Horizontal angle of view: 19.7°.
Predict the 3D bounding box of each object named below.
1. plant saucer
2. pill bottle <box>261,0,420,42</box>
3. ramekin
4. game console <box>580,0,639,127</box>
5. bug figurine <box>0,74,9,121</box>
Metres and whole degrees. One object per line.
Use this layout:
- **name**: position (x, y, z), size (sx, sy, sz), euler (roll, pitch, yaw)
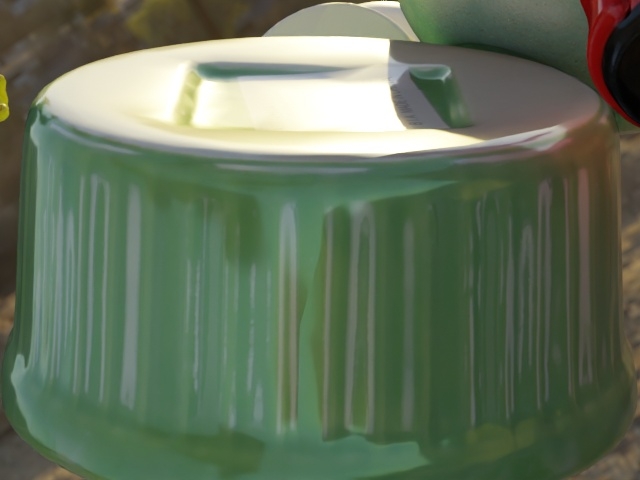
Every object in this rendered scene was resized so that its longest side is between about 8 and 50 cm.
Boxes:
- **plant saucer**: position (0.119, -0.097, 0.991), size (0.195, 0.195, 0.037), euler (6, 70, 56)
- **pill bottle**: position (0.061, -0.043, 1.211), size (0.181, 0.323, 0.182), euler (-5, 75, 21)
- **ramekin**: position (0.000, 0.000, 0.864), size (0.303, 0.148, 0.303), euler (1, 17, 0)
- **game console**: position (0.324, -0.086, 0.665), size (0.342, 0.386, 0.060), euler (-43, 33, 52)
- **bug figurine**: position (-0.225, -0.191, 0.912), size (0.072, 0.279, 0.216), euler (-26, 47, -29)
